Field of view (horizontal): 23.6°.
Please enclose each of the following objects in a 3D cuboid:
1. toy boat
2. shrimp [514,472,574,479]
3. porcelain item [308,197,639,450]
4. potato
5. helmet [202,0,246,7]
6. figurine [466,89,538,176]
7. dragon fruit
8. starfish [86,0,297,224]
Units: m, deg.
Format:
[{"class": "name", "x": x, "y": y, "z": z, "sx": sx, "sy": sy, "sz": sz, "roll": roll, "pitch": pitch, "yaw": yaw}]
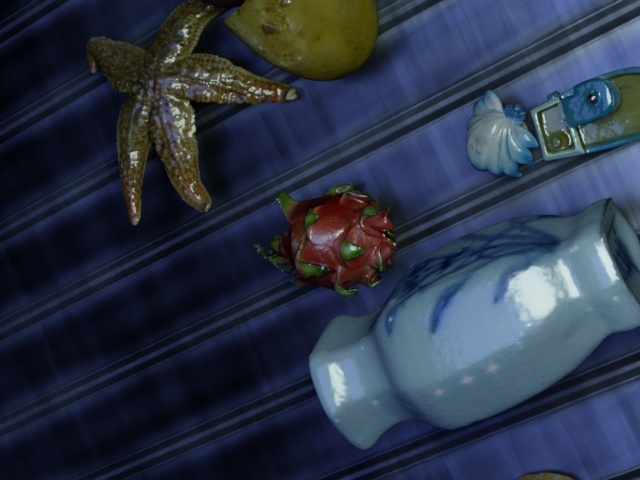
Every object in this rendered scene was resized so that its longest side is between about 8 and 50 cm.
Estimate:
[{"class": "toy boat", "x": 0.341, "y": -0.154, "z": 1.822, "sx": 0.215, "sy": 0.102, "sz": 0.088, "roll": -17, "pitch": 90, "yaw": 27}, {"class": "shrimp", "x": 0.279, "y": 0.403, "z": 1.941, "sx": 0.152, "sy": 0.046, "sz": 0.219, "roll": 3, "pitch": 93, "yaw": 26}, {"class": "porcelain item", "x": 0.192, "y": 0.099, "z": 1.850, "sx": 0.405, "sy": 0.242, "sz": 0.178, "roll": -28, "pitch": 101, "yaw": 24}, {"class": "potato", "x": -0.001, "y": -0.281, "z": 1.955, "sx": 0.203, "sy": 0.178, "sz": 0.158, "roll": -39, "pitch": 93, "yaw": 13}, {"class": "helmet", "x": -0.119, "y": -0.366, "z": 2.015, "sx": 0.155, "sy": 0.175, "sz": 0.106, "roll": 41, "pitch": 133, "yaw": 15}, {"class": "figurine", "x": 0.220, "y": -0.122, "z": 1.909, "sx": 0.114, "sy": 0.079, "sz": 0.114, "roll": 32, "pitch": 137, "yaw": 35}, {"class": "dragon fruit", "x": -0.001, "y": -0.003, "z": 2.002, "sx": 0.236, "sy": 0.135, "sz": 0.137, "roll": 10, "pitch": 106, "yaw": 44}, {"class": "starfish", "x": -0.208, "y": -0.211, "z": 2.095, "sx": 0.327, "sy": 0.094, "sz": 0.375, "roll": 34, "pitch": 98, "yaw": 23}]
